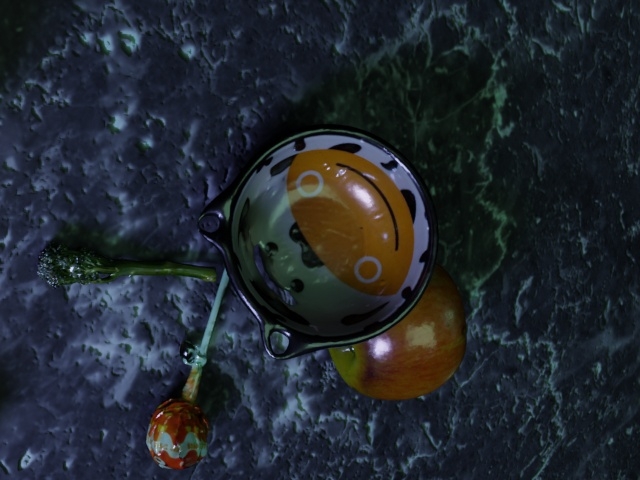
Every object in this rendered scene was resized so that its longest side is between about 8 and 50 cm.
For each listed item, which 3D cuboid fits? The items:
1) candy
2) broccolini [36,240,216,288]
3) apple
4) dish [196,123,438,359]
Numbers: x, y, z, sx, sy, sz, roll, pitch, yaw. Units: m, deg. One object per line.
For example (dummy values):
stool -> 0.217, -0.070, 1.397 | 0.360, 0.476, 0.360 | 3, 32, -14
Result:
candy -> -0.152, 0.152, 1.376 | 0.078, 0.084, 0.288 | 20, 86, -36
broccolini -> -0.226, 0.037, 1.290 | 0.239, 0.054, 0.051 | 6, 137, -41
apple -> 0.100, 0.121, 1.475 | 0.196, 0.196, 0.196 | -13, 113, -34
dish -> 0.000, 0.000, 1.366 | 0.303, 0.120, 0.303 | 1, 85, -11
